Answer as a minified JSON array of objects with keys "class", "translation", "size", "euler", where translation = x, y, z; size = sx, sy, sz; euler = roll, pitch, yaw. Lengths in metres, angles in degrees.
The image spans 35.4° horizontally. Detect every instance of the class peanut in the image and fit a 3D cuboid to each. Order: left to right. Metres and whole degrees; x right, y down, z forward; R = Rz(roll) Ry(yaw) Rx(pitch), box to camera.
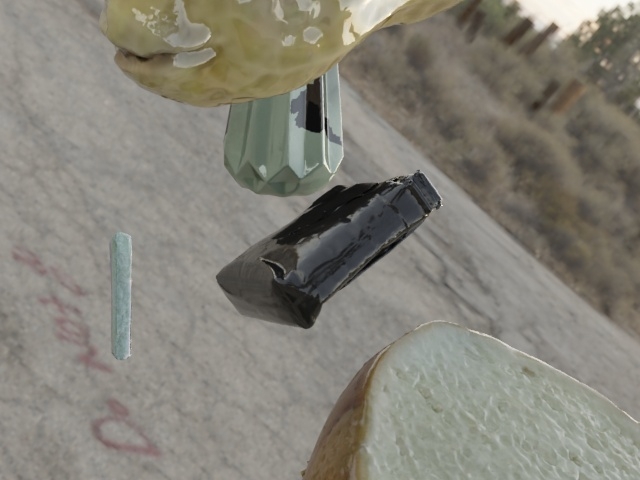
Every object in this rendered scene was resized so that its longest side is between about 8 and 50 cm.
[{"class":"peanut","translation":[0.002,-0.169,0.594],"size":[0.130,0.290,0.130],"euler":[40,-32,32]}]

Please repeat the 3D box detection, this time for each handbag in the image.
[{"class":"handbag","translation":[0.000,0.000,1.162],"size":[0.080,0.223,0.247],"euler":[52,-18,-14]}]

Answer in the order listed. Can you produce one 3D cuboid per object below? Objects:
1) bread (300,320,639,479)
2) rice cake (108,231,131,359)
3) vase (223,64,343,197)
[{"class":"bread","translation":[0.097,0.146,0.480],"size":[0.236,0.070,0.236],"euler":[20,34,-14]},{"class":"rice cake","translation":[-0.309,0.087,1.557],"size":[0.033,0.033,0.208],"euler":[7,67,-30]},{"class":"vase","translation":[-0.041,-0.244,1.291],"size":[0.165,0.360,0.165],"euler":[4,18,-1]}]
